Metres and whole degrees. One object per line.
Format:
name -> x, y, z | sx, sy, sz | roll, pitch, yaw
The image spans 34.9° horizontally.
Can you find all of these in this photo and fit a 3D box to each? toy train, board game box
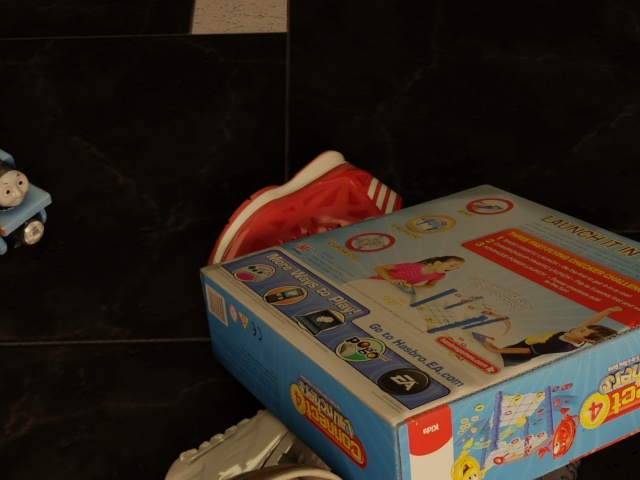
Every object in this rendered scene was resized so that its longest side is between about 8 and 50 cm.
toy train -> -0.351, -0.060, 1.020 | 0.184, 0.105, 0.080 | 28, 53, 26
board game box -> 0.105, 0.065, 0.798 | 0.301, 0.086, 0.308 | -16, 24, -24

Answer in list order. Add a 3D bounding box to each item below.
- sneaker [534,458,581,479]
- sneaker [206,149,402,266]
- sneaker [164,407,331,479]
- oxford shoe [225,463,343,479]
sneaker -> 0.195, 0.188, 0.783 | 0.226, 0.086, 0.163 | -22, 52, -21
sneaker -> 0.000, 0.000, 0.968 | 0.128, 0.087, 0.221 | 26, 54, 26
sneaker -> -0.063, 0.182, 0.801 | 0.094, 0.090, 0.235 | 22, 49, 33
oxford shoe -> 0.048, 0.323, 0.595 | 0.169, 0.130, 0.449 | -23, 64, -21
